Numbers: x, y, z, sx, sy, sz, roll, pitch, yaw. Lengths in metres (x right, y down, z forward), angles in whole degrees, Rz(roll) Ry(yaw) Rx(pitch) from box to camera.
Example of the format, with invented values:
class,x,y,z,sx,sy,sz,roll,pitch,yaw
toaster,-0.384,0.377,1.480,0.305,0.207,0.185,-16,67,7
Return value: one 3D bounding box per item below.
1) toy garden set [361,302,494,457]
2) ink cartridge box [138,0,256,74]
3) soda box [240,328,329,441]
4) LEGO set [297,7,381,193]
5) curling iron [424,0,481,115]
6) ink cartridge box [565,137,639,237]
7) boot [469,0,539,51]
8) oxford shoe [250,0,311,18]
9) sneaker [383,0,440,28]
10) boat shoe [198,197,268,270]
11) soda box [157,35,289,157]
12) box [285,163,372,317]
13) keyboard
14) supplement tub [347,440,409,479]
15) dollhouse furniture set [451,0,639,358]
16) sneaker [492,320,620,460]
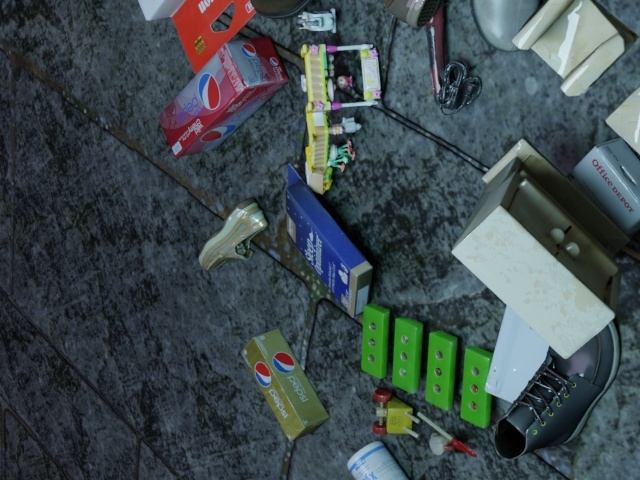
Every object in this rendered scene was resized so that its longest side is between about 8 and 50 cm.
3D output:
class,x,y,z,sx,sy,sz,roll,pitch,yaw
toy garden set,0.161,0.218,1.648,0.244,0.049,0.204,21,118,44
ink cartridge box,-0.211,-0.435,1.848,0.275,0.060,0.239,-34,76,51
soda box,-0.062,0.246,1.920,0.181,0.058,0.061,58,140,17
LEGO set,0.030,-0.192,1.640,0.132,0.107,0.287,-106,11,-66
curling iron,0.161,-0.299,1.464,0.068,0.035,0.274,-6,94,30
ink cartridge box,0.331,-0.040,1.331,0.099,0.056,0.135,57,139,17
boot,0.232,-0.324,1.268,0.161,0.083,0.246,-116,25,-68
oxford shoe,-0.042,-0.382,1.616,0.227,0.096,0.083,-13,70,51
sneaker,0.135,-0.364,1.409,0.071,0.066,0.188,35,112,22
boat shoe,-0.149,0.008,1.937,0.072,0.068,0.190,50,138,9
soda box,-0.162,-0.231,1.835,0.263,0.092,0.083,-34,76,51
box,0.000,0.000,1.732,0.225,0.036,0.136,53,161,25
keyboard,0.274,0.102,1.461,0.072,0.014,0.256,19,116,18
supplement tub,0.097,0.376,1.764,0.107,0.071,0.071,53,138,25
dollhouse furniture set,0.339,-0.103,1.110,0.362,0.256,0.394,43,115,-2
sneaker,0.295,0.186,1.409,0.083,0.118,0.222,37,130,37
